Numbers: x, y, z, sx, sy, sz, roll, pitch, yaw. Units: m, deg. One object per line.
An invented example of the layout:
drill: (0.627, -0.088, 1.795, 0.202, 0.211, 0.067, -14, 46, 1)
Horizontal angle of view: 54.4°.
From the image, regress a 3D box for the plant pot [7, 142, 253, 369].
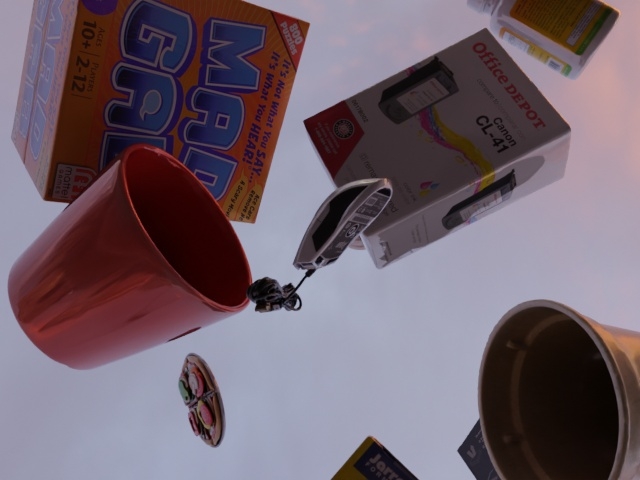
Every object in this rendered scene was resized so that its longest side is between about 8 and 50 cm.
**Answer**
plant pot: (-0.270, 0.039, 0.865, 0.243, 0.275, 0.275, -31, -113, 13)

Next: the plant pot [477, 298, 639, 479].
plant pot: (0.482, 0.271, 1.027, 0.305, 0.334, 0.334, 5, -120, -21)

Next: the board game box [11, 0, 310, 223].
board game box: (-0.297, -0.270, 1.082, 0.356, 0.356, 0.356, 6, -161, -35)

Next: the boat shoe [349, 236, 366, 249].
boat shoe: (0.080, -0.123, 1.178, 0.098, 0.096, 0.277, 5, -104, 4)

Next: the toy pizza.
toy pizza: (-0.253, 0.333, 1.290, 0.032, 0.201, 0.201, -12, -116, -32)

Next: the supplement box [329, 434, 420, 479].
supplement box: (0.071, 0.470, 0.924, 0.194, 0.356, 0.195, 37, -117, 21)

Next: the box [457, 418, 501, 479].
box: (0.389, 0.438, 1.283, 0.093, 0.156, 0.158, 14, -156, -30)

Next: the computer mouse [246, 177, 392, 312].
computer mouse: (0.000, 0.000, 0.653, 0.042, 0.106, 0.193, 46, -76, 21)

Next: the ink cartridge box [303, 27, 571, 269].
ink cartridge box: (0.161, -0.133, 0.901, 0.306, 0.131, 0.226, -28, -118, 2)

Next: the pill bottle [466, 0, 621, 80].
pill bottle: (0.395, -0.409, 1.126, 0.245, 0.136, 0.136, 35, -121, 11)
